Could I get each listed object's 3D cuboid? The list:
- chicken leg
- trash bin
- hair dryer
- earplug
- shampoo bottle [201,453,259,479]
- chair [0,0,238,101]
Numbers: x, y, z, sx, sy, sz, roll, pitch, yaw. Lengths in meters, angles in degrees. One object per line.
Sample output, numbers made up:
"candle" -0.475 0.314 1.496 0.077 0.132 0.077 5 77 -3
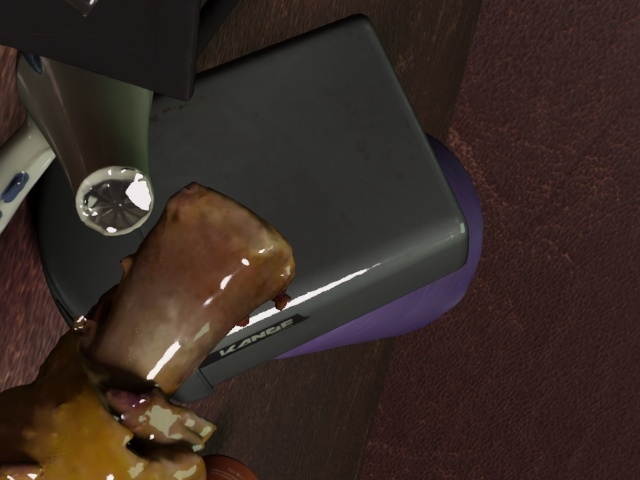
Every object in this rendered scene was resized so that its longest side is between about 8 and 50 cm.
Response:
"chicken leg" -0.157 0.144 0.609 0.409 0.182 0.295 -53 148 -4
"trash bin" -0.048 -0.015 0.872 0.101 0.236 0.177 75 -8 -71
"hair dryer" -0.133 -0.012 0.647 0.199 0.067 0.167 -56 -151 6
"earplug" 0.000 0.000 1.246 0.456 0.215 0.215 -11 118 -75
"shampoo bottle" -0.134 0.303 1.377 0.244 0.085 0.085 -55 161 -51
"chair" -0.106 -0.136 0.572 0.260 0.154 0.141 -63 166 -47
